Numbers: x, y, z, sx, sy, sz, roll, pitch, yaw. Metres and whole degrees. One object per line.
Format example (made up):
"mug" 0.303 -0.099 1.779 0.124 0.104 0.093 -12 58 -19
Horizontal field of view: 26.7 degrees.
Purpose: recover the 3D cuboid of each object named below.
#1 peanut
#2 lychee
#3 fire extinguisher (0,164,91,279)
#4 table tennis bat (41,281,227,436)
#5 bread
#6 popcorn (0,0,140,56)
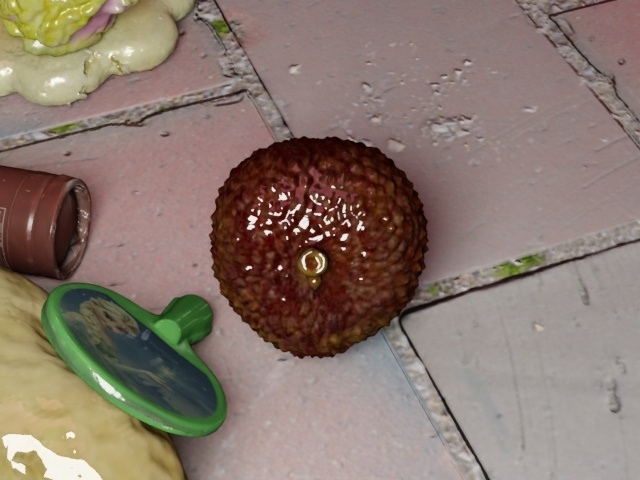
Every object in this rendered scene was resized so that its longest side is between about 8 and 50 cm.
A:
"peanut" -0.250 0.123 1.019 0.387 0.169 0.192 39 28 25
"lychee" 0.000 -0.002 1.125 0.194 0.194 0.194 0 46 0
"fire extinguisher" -0.348 -0.037 1.211 0.269 0.104 0.104 10 47 10
"table tennis bat" -0.129 0.081 1.048 0.160 0.039 0.257 39 11 2
"bread" -0.287 -0.256 1.461 0.316 0.054 0.316 -1 45 1
"popcorn" -0.251 -0.251 1.336 0.145 0.126 0.125 -21 21 11
